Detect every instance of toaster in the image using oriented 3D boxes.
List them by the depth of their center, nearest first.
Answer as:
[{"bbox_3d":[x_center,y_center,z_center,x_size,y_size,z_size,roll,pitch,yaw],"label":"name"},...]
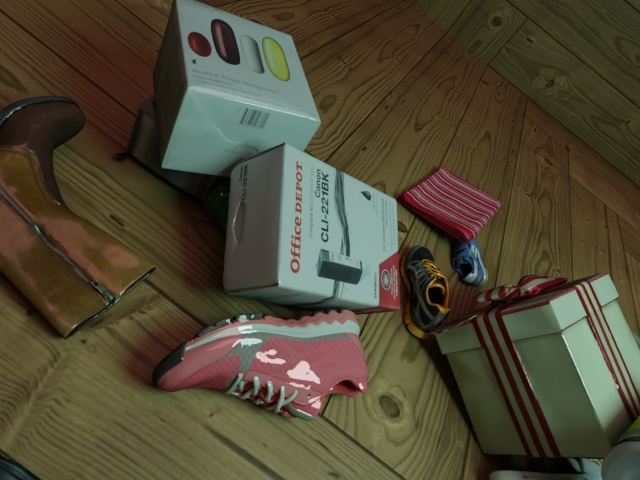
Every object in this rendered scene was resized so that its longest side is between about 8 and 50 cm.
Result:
[{"bbox_3d":[-0.222,-0.173,0.755,0.168,0.110,0.186,33,43,-5],"label":"toaster"}]

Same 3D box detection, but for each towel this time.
[{"bbox_3d":[0.333,-0.100,1.099,0.198,0.031,0.274,36,40,19],"label":"towel"}]

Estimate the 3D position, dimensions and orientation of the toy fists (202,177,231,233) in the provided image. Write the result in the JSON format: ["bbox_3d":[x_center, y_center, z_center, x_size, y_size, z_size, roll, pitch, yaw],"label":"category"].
[{"bbox_3d":[-0.070,-0.078,0.792,0.142,0.096,0.279,45,42,3],"label":"toy fists"}]

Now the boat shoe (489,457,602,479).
[{"bbox_3d":[0.428,0.399,0.727,0.366,0.136,0.157,4,50,-20],"label":"boat shoe"}]

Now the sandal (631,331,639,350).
[{"bbox_3d":[0.749,0.300,1.047,0.120,0.086,0.302,45,43,6],"label":"sandal"}]

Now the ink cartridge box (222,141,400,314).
[{"bbox_3d":[0.000,0.000,0.668,0.272,0.114,0.197,18,67,-44],"label":"ink cartridge box"}]

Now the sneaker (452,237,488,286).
[{"bbox_3d":[0.334,0.037,1.006,0.059,0.053,0.144,8,50,-27],"label":"sneaker"}]

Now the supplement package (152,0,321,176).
[{"bbox_3d":[-0.135,-0.218,0.661,0.194,0.149,0.203,4,55,-33],"label":"supplement package"}]

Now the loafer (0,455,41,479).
[{"bbox_3d":[-0.274,0.256,0.401,0.170,0.062,0.061,37,48,-1],"label":"loafer"}]

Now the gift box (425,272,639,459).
[{"bbox_3d":[0.354,0.200,0.749,0.255,0.276,0.258,-8,75,-43],"label":"gift box"}]

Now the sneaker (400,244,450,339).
[{"bbox_3d":[0.215,0.087,0.860,0.084,0.083,0.215,21,45,-17],"label":"sneaker"}]

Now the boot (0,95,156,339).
[{"bbox_3d":[-0.337,-0.049,0.584,0.280,0.096,0.264,38,43,-3],"label":"boot"}]

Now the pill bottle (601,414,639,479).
[{"bbox_3d":[0.457,0.268,0.546,0.208,0.119,0.119,-14,64,-35],"label":"pill bottle"}]

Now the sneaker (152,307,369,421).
[{"bbox_3d":[-0.053,0.174,0.580,0.313,0.116,0.136,-1,57,-35],"label":"sneaker"}]
